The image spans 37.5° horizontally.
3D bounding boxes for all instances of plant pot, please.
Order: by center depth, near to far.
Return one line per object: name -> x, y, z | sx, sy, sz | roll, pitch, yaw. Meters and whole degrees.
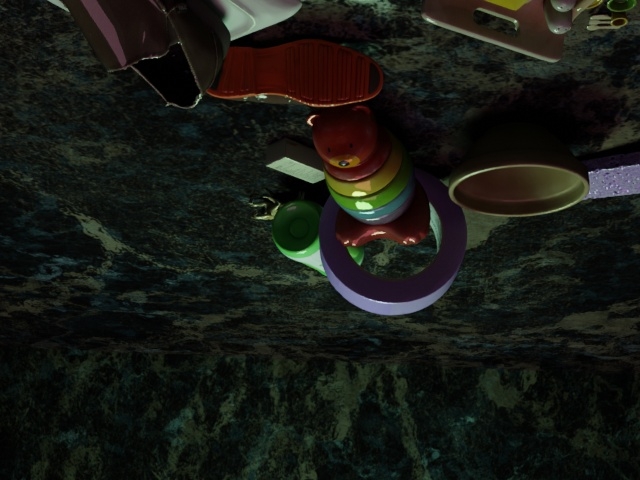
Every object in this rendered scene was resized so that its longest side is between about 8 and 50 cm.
plant pot -> 0.341, -0.131, 1.630 | 0.237, 0.110, 0.237 | 3, 161, 1

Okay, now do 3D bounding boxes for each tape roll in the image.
tape roll -> 0.134, -0.002, 1.776 | 0.274, 0.275, 0.090 | 2, 160, 1

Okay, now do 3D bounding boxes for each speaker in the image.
speaker -> 0.000, 0.000, 1.985 | 0.131, 0.131, 0.296 | -4, 168, 19

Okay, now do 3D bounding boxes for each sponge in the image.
sponge -> 0.516, -0.114, 1.739 | 0.210, 0.031, 0.117 | -7, 156, 42

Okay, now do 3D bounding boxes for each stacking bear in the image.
stacking bear -> 0.071, -0.130, 1.604 | 0.175, 0.164, 0.289 | -3, 149, 21

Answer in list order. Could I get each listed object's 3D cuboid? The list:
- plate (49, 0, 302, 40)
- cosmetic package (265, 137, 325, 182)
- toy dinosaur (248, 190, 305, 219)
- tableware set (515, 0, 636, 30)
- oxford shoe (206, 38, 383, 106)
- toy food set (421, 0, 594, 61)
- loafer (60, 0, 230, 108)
plate -> -0.212, -0.321, 1.261 | 0.277, 0.045, 0.278 | -13, 155, 36
cosmetic package -> -0.038, -0.147, 1.740 | 0.115, 0.041, 0.060 | 19, 155, -39
toy dinosaur -> -0.103, -0.060, 1.981 | 0.092, 0.053, 0.183 | 13, 158, -32
tableware set -> 0.339, -0.302, 1.269 | 0.154, 0.024, 0.104 | 1, 160, 6
oxford shoe -> -0.040, -0.247, 1.413 | 0.271, 0.097, 0.098 | 5, -179, 5
toy food set -> 0.285, -0.320, 1.095 | 0.219, 0.092, 0.306 | 11, 154, -23
loafer -> -0.226, -0.272, 1.134 | 0.133, 0.130, 0.366 | -8, 158, 29
